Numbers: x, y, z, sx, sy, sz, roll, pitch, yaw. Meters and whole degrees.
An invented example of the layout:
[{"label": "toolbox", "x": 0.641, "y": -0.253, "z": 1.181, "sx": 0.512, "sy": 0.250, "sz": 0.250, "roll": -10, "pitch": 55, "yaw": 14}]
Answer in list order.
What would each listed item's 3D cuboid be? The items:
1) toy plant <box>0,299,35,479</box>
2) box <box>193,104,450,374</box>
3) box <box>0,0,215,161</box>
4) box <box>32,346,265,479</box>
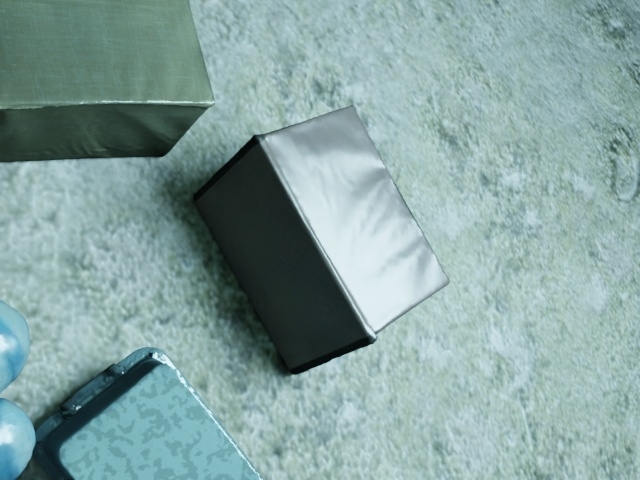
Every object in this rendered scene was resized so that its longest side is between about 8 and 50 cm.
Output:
[{"label": "toy plant", "x": -0.363, "y": 0.163, "z": 0.619, "sx": 0.247, "sy": 0.247, "sz": 0.332, "roll": 51, "pitch": 46, "yaw": -7}, {"label": "box", "x": 0.000, "y": 0.000, "z": 0.932, "sx": 0.153, "sy": 0.188, "sz": 0.252, "roll": -28, "pitch": 87, "yaw": -38}, {"label": "box", "x": -0.262, "y": -0.182, "z": 0.846, "sx": 0.231, "sy": 0.149, "sz": 0.155, "roll": -8, "pitch": 77, "yaw": -36}, {"label": "box", "x": -0.156, "y": 0.230, "z": 0.773, "sx": 0.162, "sy": 0.130, "sz": 0.227, "roll": -39, "pitch": 97, "yaw": -22}]
